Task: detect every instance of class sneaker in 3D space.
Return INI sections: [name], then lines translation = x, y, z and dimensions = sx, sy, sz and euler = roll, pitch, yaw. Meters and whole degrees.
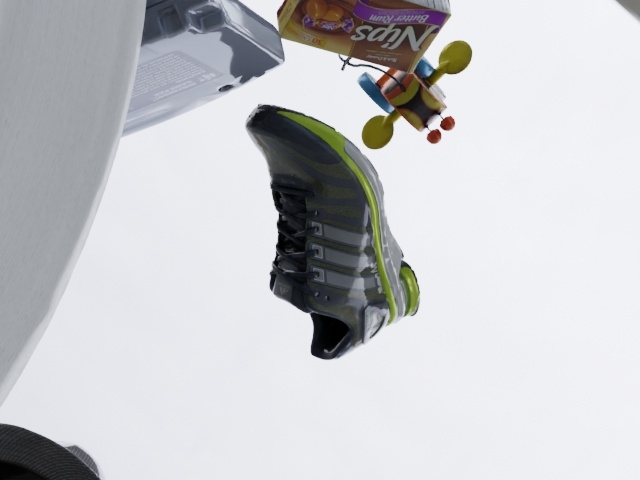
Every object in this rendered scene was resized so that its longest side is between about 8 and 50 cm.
[sneaker]
translation = 0.000, 0.000, 1.097
dimensions = 0.111, 0.121, 0.300
euler = 18, -35, 46

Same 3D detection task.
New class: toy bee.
[toy bee]
translation = 0.124, -0.198, 1.641
dimensions = 0.162, 0.298, 0.195
euler = 50, -55, 11

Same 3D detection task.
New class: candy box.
[candy box]
translation = 0.052, -0.277, 1.410
dimensions = 0.186, 0.053, 0.109
euler = 13, -41, -22

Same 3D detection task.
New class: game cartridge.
[game cartridge]
translation = -0.187, -0.132, 0.959
dimensions = 0.294, 0.196, 0.060
euler = -19, -103, 15

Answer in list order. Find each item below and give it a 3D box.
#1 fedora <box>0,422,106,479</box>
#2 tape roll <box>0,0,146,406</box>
[fedora]
translation = -0.282, 0.262, 1.040
dimensions = 0.275, 0.124, 0.244
euler = -39, -81, 14
[tape roll]
translation = -0.167, -0.075, 0.258
dimensions = 0.072, 0.392, 0.392
euler = 11, -46, 21
